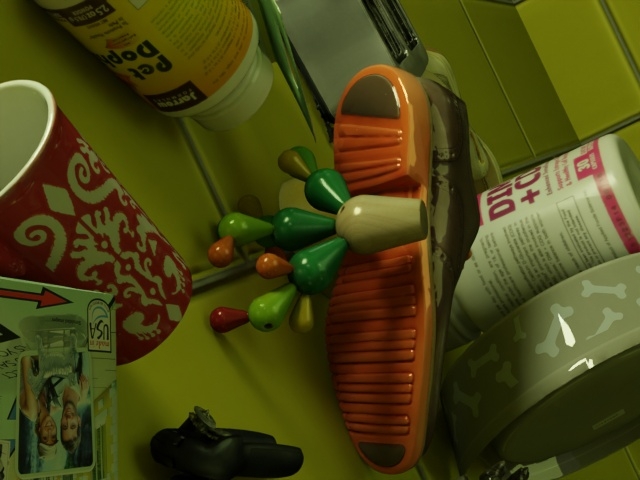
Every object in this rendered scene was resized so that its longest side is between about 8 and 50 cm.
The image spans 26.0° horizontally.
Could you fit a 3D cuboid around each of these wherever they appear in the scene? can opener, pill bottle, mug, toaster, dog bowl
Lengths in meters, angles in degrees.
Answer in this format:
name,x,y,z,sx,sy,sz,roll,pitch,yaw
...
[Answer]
name,x,y,z,sx,sy,sz,roll,pitch,yaw
can opener,-0.067,0.155,0.996,0.059,0.073,0.186,29,7,20
pill bottle,-0.130,-0.180,1.123,0.215,0.117,0.117,42,30,-44
mug,-0.171,0.011,0.858,0.169,0.113,0.150,50,61,-42
pill bottle,0.228,0.012,1.515,0.160,0.283,0.160,50,25,-33
toaster,0.034,-0.226,1.576,0.185,0.110,0.168,61,22,-10
dog bowl,0.281,0.137,1.445,0.349,0.349,0.102,26,33,-59

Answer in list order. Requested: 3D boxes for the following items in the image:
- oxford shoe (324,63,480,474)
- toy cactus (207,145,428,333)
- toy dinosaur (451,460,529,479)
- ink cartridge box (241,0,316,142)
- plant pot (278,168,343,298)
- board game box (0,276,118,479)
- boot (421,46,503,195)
name,x,y,z,sx,sy,sz,roll,pitch,yaw
oxford shoe,0.093,0.028,1.254,0.133,0.130,0.363,6,85,-42
toy cactus,0.000,0.000,1.162,0.219,0.181,0.112,-70,151,-56
toy dinosaur,0.178,0.282,1.218,0.160,0.121,0.313,53,-8,28
ink cartridge box,-0.075,-0.213,1.254,0.171,0.056,0.235,73,-2,-52
plant pot,0.035,-0.020,1.360,0.134,0.095,0.134,49,25,-33
board game box,-0.199,0.117,0.633,0.317,0.046,0.213,15,71,-64
boot,0.146,-0.088,1.708,0.262,0.095,0.203,67,25,-22
